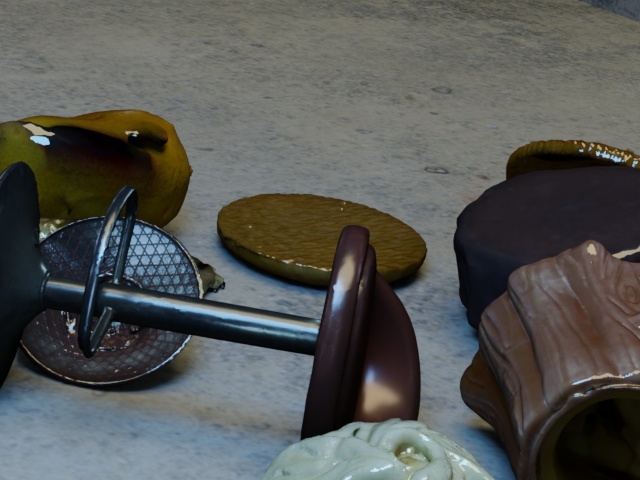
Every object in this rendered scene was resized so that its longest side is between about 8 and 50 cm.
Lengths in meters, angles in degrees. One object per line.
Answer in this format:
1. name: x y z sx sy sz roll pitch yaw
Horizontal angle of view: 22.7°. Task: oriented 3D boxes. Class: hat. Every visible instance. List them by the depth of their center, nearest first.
1. hat: -0.212 0.076 1.598 0.193 0.082 0.193 1 59 -2

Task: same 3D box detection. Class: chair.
1. chair: -0.098 0.071 1.430 0.401 0.226 0.226 10 21 3

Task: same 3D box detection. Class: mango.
1. mango: -0.273 -0.073 1.826 0.287 0.153 0.201 -7 12 -42

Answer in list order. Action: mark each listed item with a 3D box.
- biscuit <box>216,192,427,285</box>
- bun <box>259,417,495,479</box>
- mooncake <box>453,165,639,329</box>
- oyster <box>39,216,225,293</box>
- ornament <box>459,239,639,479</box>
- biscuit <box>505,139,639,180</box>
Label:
1. biscuit: 0.000 0.001 1.935 0.262 0.037 0.262 9 21 -3
2. bun: 0.058 0.216 1.269 0.231 0.133 0.231 9 23 -4
3. mooncake: 0.287 0.025 1.780 0.283 0.141 0.283 -10 23 5
4. oyster: -0.233 0.017 1.728 0.294 0.094 0.166 -3 15 -45
5. ornament: 0.251 0.152 1.455 0.235 0.221 0.217 -30 23 11
6. biscuit: 0.376 -0.051 1.999 0.305 0.038 0.305 20 -16 6
